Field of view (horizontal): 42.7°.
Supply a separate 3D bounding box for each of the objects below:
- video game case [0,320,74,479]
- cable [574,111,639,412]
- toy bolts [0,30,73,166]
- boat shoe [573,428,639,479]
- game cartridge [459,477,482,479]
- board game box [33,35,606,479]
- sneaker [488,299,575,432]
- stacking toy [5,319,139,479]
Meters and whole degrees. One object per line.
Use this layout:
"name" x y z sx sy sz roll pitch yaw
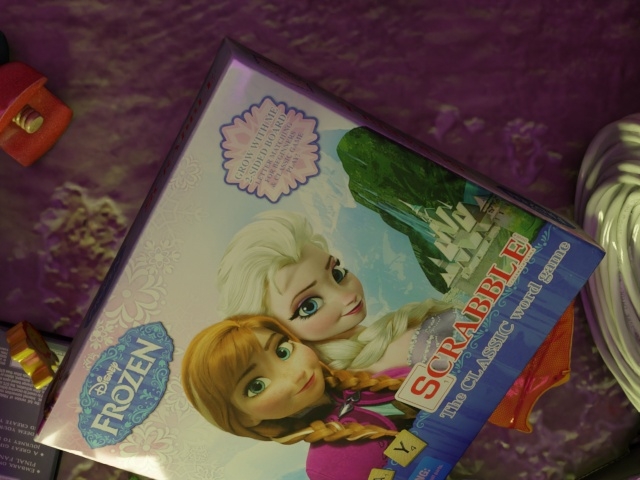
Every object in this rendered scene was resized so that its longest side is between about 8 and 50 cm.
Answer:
"video game case" -0.333 0.200 0.724 0.196 0.026 0.274 14 95 -2
"cable" 0.278 0.028 0.608 0.089 0.257 0.257 -11 93 -6
"toy bolts" -0.333 -0.094 0.627 0.158 0.218 0.228 37 74 6
"boat shoe" 0.312 0.176 0.712 0.223 0.080 0.073 -18 89 -5
"game cartridge" 0.088 0.346 0.693 0.198 0.062 0.297 38 93 -24
"board game box" -0.002 0.065 0.624 0.318 0.066 0.319 24 107 -19
"sneaker" 0.191 0.083 0.706 0.067 0.064 0.175 20 110 -1
"stacking toy" -0.134 0.122 0.702 0.167 0.052 0.221 -33 104 -4
